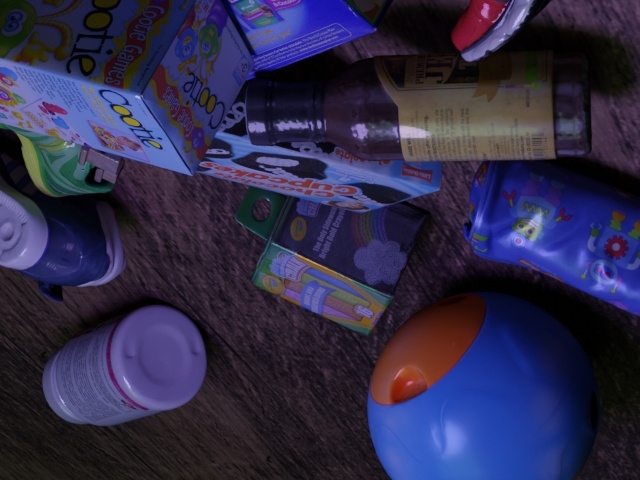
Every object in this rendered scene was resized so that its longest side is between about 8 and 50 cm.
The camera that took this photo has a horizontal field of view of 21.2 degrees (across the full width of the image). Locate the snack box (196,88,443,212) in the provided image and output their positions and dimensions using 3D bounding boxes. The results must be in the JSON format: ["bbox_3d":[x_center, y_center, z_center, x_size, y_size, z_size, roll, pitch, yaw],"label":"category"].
[{"bbox_3d":[-0.047,-0.102,1.893,0.322,0.060,0.187,13,167,-25],"label":"snack box"}]

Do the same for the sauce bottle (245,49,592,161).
[{"bbox_3d":[0.098,-0.132,1.717,0.344,0.111,0.111,-1,147,8],"label":"sauce bottle"}]

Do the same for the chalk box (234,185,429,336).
[{"bbox_3d":[0.000,0.000,2.091,0.213,0.132,0.132,25,152,0],"label":"chalk box"}]

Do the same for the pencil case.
[{"bbox_3d":[0.303,0.004,1.869,0.306,0.133,0.119,23,-175,4],"label":"pencil case"}]

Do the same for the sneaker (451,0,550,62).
[{"bbox_3d":[0.172,-0.270,1.559,0.118,0.107,0.279,41,150,7],"label":"sneaker"}]

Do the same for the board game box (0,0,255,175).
[{"bbox_3d":[-0.230,-0.187,1.688,0.275,0.142,0.144,16,157,27],"label":"board game box"}]

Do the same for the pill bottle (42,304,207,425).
[{"bbox_3d":[-0.310,0.200,2.644,0.160,0.160,0.283,36,149,-22],"label":"pill bottle"}]

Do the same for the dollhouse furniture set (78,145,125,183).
[{"bbox_3d":[-0.266,-0.131,2.036,0.101,0.161,0.182,25,151,-2],"label":"dollhouse furniture set"}]

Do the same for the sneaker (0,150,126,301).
[{"bbox_3d":[-0.400,-0.043,2.330,0.323,0.130,0.236,39,-167,35],"label":"sneaker"}]

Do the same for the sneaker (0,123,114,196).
[{"bbox_3d":[-0.323,-0.151,2.127,0.123,0.109,0.295,6,155,14],"label":"sneaker"}]

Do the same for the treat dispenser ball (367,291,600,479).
[{"bbox_3d":[0.201,0.207,2.127,0.288,0.288,0.288,18,152,10],"label":"treat dispenser ball"}]

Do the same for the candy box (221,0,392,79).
[{"bbox_3d":[-0.112,-0.309,1.650,0.317,0.122,0.268,38,152,-27],"label":"candy box"}]
